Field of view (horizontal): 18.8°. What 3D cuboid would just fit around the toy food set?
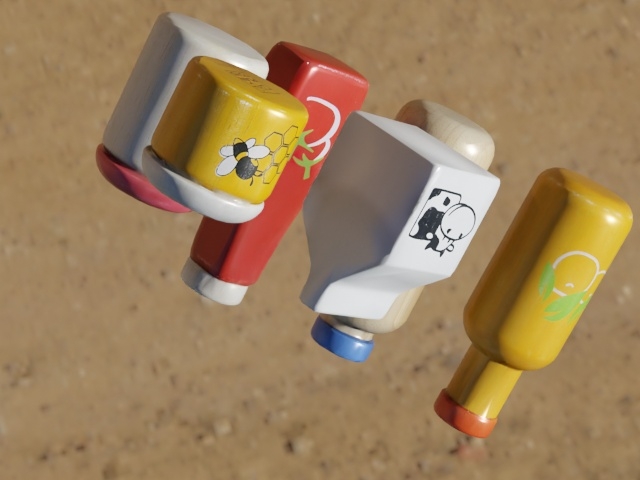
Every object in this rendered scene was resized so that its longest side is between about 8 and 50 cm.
[{"bbox_3d":[0.000,0.000,0.663,0.232,0.111,0.104,10,111,-55],"label":"toy food set"}]
